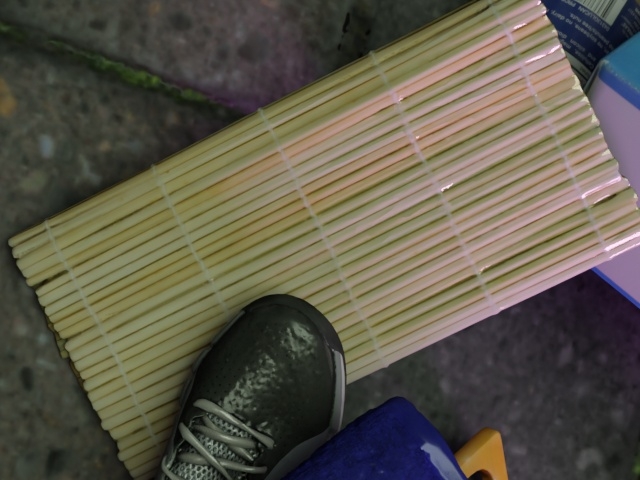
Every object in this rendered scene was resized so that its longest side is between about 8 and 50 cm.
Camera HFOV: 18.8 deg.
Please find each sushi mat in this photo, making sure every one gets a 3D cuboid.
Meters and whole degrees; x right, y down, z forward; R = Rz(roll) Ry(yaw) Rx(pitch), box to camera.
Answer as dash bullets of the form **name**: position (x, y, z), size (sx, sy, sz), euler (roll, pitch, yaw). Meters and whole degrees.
- **sushi mat**: position (0.000, 0.000, 1.004), size (0.316, 0.019, 0.151), euler (-26, 99, 13)

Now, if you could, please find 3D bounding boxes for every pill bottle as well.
- **pill bottle**: position (0.117, -0.085, 1.104), size (0.094, 0.094, 0.169), euler (37, 76, -16)

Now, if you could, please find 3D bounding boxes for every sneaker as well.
- **sneaker**: position (-0.060, 0.141, 0.963), size (0.086, 0.132, 0.228), euler (26, 103, 6)

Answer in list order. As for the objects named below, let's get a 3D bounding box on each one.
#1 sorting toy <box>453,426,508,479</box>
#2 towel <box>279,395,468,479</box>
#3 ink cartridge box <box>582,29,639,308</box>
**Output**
- **sorting toy**: position (0.009, 0.228, 1.011), size (0.347, 0.047, 0.196), euler (-49, 136, -27)
- **towel**: position (-0.010, 0.245, 0.892), size (0.308, 0.076, 0.227), euler (-35, 84, -27)
- **ink cartridge box**: position (0.300, -0.056, 1.064), size (0.223, 0.129, 0.307), euler (40, 50, 18)
